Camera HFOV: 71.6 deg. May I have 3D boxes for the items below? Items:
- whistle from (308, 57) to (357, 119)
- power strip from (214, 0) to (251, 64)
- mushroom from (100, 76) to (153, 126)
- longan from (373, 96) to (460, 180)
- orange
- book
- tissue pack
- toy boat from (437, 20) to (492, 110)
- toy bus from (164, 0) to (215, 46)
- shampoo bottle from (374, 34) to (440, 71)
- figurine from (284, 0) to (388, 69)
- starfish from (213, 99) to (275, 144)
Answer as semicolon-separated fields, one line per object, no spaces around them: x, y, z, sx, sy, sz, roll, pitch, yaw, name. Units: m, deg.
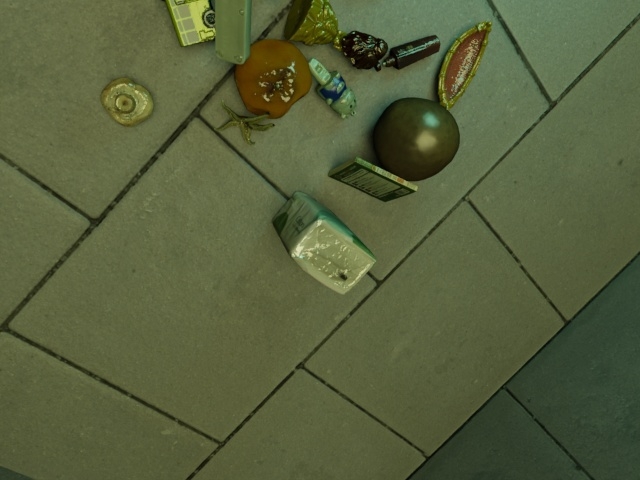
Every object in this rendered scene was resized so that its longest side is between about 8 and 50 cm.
0.045;-0.510;1.492;0.244;0.092;0.110;44;73;-31;whistle
-0.228;-0.667;1.170;0.091;0.062;0.385;16;134;3;power strip
-0.582;-0.417;1.340;0.147;0.112;0.148;-2;108;-7;mushroom
0.328;-0.352;1.549;0.297;0.297;0.298;-6;112;-14;longan
-0.150;-0.508;1.391;0.248;0.183;0.249;-6;113;-15;orange
0.186;-0.214;1.601;0.264;0.202;0.027;21;76;-22;book
0.001;-0.001;1.533;0.266;0.356;0.194;37;97;-25;tissue pack
0.503;-0.623;1.588;0.140;0.099;0.318;20;107;-18;toy boat
-0.386;-0.705;1.277;0.149;0.128;0.262;-18;116;-6;toy bus
0.296;-0.644;1.535;0.236;0.068;0.067;-24;135;-7;shampoo bottle
0.059;-0.653;1.429;0.315;0.188;0.168;20;140;-31;figurine
-0.252;-0.384;1.438;0.223;0.050;0.217;-6;160;21;starfish
